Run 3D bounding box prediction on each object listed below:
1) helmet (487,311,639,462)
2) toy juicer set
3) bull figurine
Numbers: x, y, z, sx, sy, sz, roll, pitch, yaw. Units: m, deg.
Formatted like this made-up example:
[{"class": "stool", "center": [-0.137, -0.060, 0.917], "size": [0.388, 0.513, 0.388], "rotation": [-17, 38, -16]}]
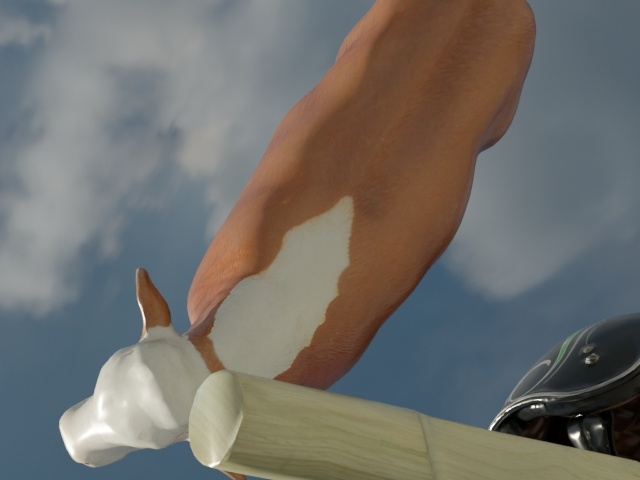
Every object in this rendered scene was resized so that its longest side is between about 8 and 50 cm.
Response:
[{"class": "helmet", "center": [0.196, 0.120, 1.059], "size": [0.161, 0.169, 0.169], "rotation": [-24, -108, -40]}, {"class": "toy juicer set", "center": [-0.019, 0.165, 0.508], "size": [0.209, 0.089, 0.329], "rotation": [35, -128, -23]}, {"class": "bull figurine", "center": [0.000, 0.000, 0.845], "size": [0.101, 0.188, 0.310], "rotation": [38, -102, 4]}]
